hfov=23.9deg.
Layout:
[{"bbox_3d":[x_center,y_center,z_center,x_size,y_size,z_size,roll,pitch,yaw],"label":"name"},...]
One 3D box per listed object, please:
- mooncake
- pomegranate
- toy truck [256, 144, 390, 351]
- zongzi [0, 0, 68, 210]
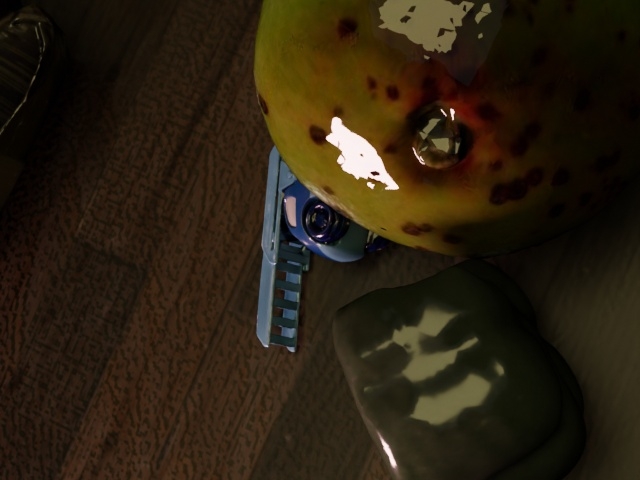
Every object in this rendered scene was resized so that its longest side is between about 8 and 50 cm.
[{"bbox_3d":[0.076,0.071,0.841,0.104,0.175,0.168,-34,115,14],"label":"mooncake"},{"bbox_3d":[0.098,-0.127,0.850,0.231,0.231,0.286,21,56,20],"label":"pomegranate"},{"bbox_3d":[0.000,0.000,0.938,0.074,0.063,0.136,-4,76,40],"label":"toy truck"},{"bbox_3d":[-0.355,-0.081,0.974,0.318,0.154,0.289,26,85,-8],"label":"zongzi"}]
